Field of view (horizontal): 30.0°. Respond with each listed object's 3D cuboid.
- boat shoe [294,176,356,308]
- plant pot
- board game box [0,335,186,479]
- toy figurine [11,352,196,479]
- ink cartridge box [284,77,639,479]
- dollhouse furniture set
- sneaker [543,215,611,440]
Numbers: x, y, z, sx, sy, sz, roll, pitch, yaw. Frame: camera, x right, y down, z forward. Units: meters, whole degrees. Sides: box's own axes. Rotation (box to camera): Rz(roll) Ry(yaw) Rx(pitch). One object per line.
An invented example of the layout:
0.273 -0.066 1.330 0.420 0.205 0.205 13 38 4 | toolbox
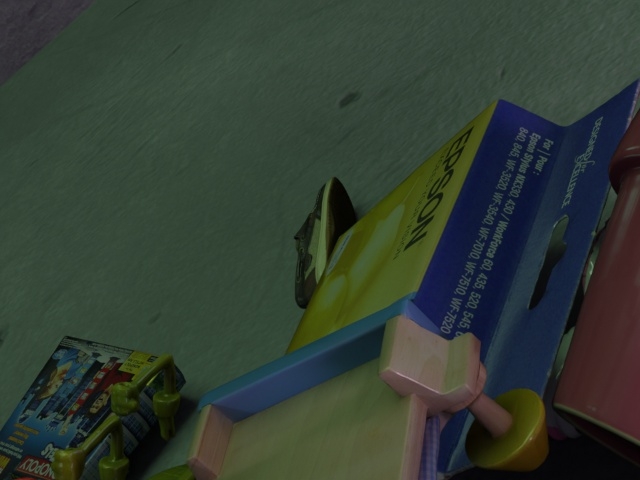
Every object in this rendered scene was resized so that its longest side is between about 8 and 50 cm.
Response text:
0.000 0.000 1.057 0.049 0.056 0.152 -21 32 21 | boat shoe
0.217 0.039 0.612 0.180 0.201 0.201 -59 30 -5 | plant pot
-0.224 0.183 1.050 0.194 0.060 0.194 4 50 52 | board game box
-0.232 0.238 0.763 0.217 0.191 0.362 -6 30 30 | toy figurine
0.060 0.048 0.790 0.307 0.072 0.303 -46 13 49 | ink cartridge box
-0.012 0.228 0.545 0.303 0.198 0.286 -30 29 30 | dollhouse furniture set
0.202 0.054 0.740 0.077 0.072 0.178 7 59 39 | sneaker
